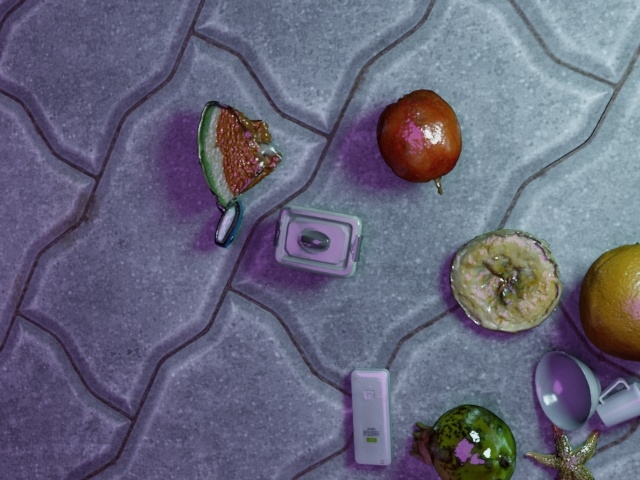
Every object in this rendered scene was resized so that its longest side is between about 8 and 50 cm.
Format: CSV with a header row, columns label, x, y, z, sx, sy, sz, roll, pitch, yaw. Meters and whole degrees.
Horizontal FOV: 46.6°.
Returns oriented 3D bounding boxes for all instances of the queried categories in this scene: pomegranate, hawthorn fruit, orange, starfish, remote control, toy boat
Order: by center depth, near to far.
label,x,y,z,sx,sy,sz,roll,pitch,yaw
orange,0.693,0.134,1.635,0.264,0.264,0.264,1,94,17
hawthorn fruit,0.247,-0.228,1.779,0.205,0.205,0.253,-29,92,17
pomegranate,0.331,0.514,1.796,0.276,0.204,0.222,-15,105,20
starfish,0.589,0.534,1.804,0.175,0.053,0.208,-3,87,27
remote control,0.134,0.459,1.937,0.103,0.034,0.250,-3,92,17
toy boat,-0.245,-0.046,2.005,0.060,0.061,0.137,19,87,7

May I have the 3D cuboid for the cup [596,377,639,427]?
label,x,y,z,sx,sy,sz,roll,pitch,yaw
cup,0.702,0.374,1.737,0.116,0.074,0.104,-32,103,20

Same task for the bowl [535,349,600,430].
label,x,y,z,sx,sy,sz,roll,pitch,yaw
bowl,0.598,0.345,1.747,0.086,0.189,0.189,-6,92,-25

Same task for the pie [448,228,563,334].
label,x,y,z,sx,sy,sz,roll,pitch,yaw
pie,0.442,0.096,1.788,0.274,0.055,0.274,6,103,26

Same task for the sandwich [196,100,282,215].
label,x,y,z,sx,sy,sz,roll,pitch,yaw
sandwich,-0.221,-0.233,1.957,0.212,0.109,0.292,-27,83,6

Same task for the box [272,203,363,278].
label,x,y,z,sx,sy,sz,roll,pitch,yaw
box,0.000,0.000,1.899,0.226,0.130,0.162,10,96,15

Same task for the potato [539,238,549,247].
label,x,y,z,sx,sy,sz,roll,pitch,yaw
potato,0.527,0.037,1.794,0.037,0.036,0.093,-2,105,-21
